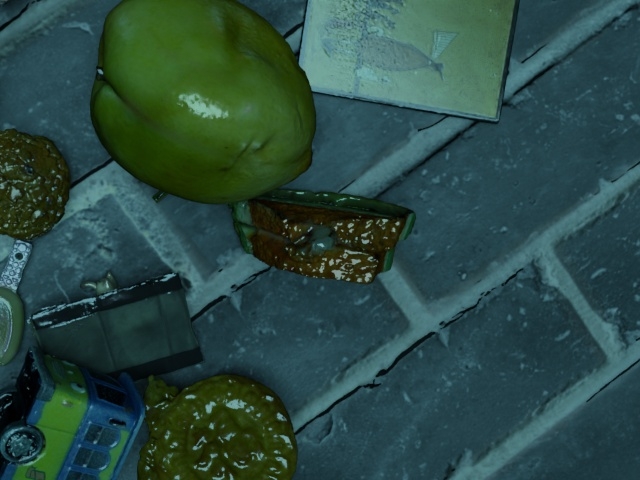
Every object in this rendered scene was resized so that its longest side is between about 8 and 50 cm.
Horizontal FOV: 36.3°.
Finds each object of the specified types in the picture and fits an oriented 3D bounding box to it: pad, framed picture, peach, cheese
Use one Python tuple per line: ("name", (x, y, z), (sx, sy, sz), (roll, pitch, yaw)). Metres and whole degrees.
("pad", (-0.307, 0.153, 1.486), (0.233, 0.022, 0.174), (-16, 116, -8))
("framed picture", (0.141, -0.335, 1.537), (0.339, 0.014, 0.255), (9, 93, -9))
("peach", (-0.170, -0.194, 1.370), (0.316, 0.314, 0.281), (14, 129, -33))
("cheese", (-0.481, 0.090, 1.473), (0.097, 0.037, 0.192), (21, 91, -11))

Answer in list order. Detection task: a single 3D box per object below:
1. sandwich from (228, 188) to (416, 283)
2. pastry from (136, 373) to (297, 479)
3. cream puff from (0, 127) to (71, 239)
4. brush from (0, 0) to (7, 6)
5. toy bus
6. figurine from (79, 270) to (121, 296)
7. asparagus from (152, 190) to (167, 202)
("sandwich", (0.008, -0.003, 1.462), (0.292, 0.212, 0.109), (0, 110, -21))
("pastry", (-0.155, 0.330, 1.473), (0.235, 0.132, 0.240), (1, 64, -6))
("cream puff", (-0.441, -0.083, 1.425), (0.150, 0.115, 0.165), (-31, 97, -8))
("brush", (-0.510, -0.389, 1.373), (0.166, 0.174, 0.266), (24, 100, -19))
("toy bus", (-0.399, 0.330, 1.416), (0.190, 0.152, 0.312), (22, 97, -27))
("figurine", (-0.328, 0.092, 1.496), (0.051, 0.047, 0.083), (-22, 105, 9))
("asparagus", (-0.212, -0.097, 1.507), (0.114, 0.014, 0.015), (-39, 77, -3))
